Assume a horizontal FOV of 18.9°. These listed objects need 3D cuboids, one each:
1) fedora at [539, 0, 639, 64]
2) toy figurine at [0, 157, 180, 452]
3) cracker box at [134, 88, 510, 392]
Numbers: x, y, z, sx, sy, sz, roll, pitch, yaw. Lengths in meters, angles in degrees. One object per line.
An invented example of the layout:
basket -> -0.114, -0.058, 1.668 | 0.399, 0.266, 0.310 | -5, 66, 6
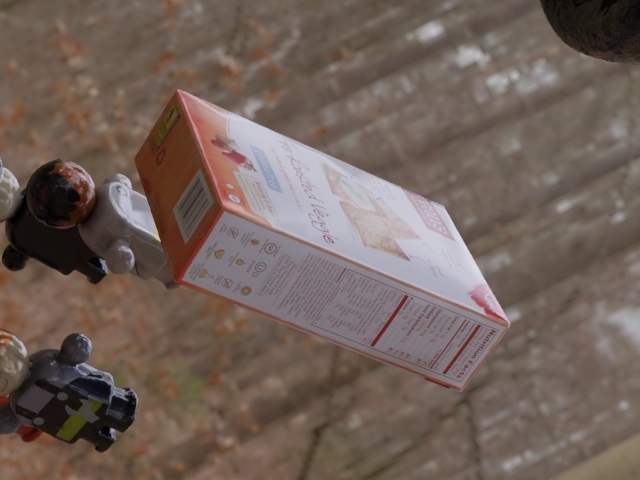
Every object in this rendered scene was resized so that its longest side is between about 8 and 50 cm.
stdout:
fedora -> 0.255, -0.220, 1.376 | 0.334, 0.153, 0.334 | 42, -40, 49
toy figurine -> -0.211, 0.041, 1.398 | 0.148, 0.213, 0.209 | 30, -14, -28
cracker box -> 0.000, 0.000, 1.287 | 0.232, 0.067, 0.155 | 23, 23, -29
